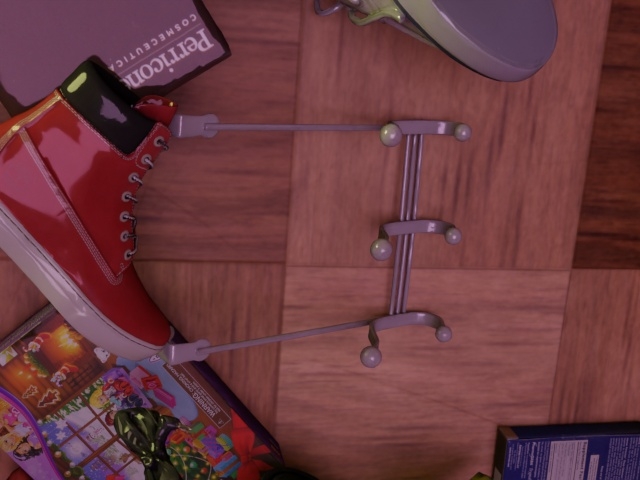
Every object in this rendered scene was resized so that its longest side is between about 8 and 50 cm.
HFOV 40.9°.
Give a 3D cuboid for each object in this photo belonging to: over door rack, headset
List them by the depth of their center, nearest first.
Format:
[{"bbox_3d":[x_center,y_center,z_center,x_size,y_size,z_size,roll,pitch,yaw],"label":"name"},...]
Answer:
[{"bbox_3d":[0.000,0.000,0.832,0.324,0.108,0.239,-2,104,-24],"label":"over door rack"},{"bbox_3d":[-0.088,0.312,0.874,0.243,0.185,0.394,-35,142,-8],"label":"headset"}]

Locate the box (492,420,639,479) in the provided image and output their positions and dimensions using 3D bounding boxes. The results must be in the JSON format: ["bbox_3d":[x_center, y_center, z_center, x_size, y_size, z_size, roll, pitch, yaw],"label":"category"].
[{"bbox_3d":[0.318,0.290,1.039,0.225,0.036,0.136,1,105,-11],"label":"box"}]

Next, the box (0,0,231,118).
[{"bbox_3d":[-0.256,-0.275,0.719,0.191,0.143,0.381,-33,110,-2],"label":"box"}]

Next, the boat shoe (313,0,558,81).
[{"bbox_3d":[0.043,-0.261,0.785,0.367,0.156,0.136,38,66,-7],"label":"boat shoe"}]

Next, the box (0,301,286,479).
[{"bbox_3d":[-0.203,0.189,0.893,0.201,0.057,0.293,-38,109,1],"label":"box"}]

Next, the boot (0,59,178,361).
[{"bbox_3d":[-0.160,-0.020,0.715,0.176,0.088,0.244,-35,121,0],"label":"boot"}]

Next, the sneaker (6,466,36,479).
[{"bbox_3d":[-0.305,0.349,0.900,0.128,0.087,0.221,-26,107,-6],"label":"sneaker"}]

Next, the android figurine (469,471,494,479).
[{"bbox_3d":[0.092,0.372,0.932,0.273,0.056,0.248,-36,150,-25],"label":"android figurine"}]
